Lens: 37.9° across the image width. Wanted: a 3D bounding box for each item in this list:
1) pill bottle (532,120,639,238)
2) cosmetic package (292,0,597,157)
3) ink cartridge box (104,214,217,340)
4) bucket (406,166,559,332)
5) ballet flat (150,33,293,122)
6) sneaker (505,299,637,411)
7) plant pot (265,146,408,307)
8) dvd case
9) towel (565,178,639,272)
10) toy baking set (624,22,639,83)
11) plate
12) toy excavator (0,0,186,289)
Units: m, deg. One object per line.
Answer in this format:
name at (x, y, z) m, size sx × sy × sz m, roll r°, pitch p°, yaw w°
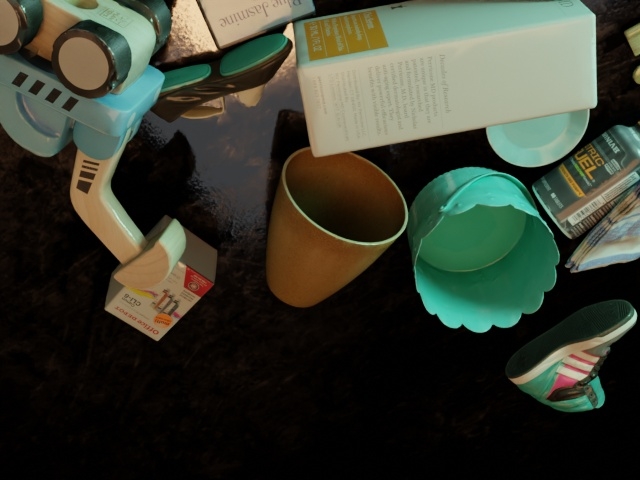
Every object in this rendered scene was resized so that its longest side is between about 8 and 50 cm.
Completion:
pill bottle at (0.521, -0.122, 1.695) m, size 0.245 × 0.130 × 0.130 m, roll -37°, pitch 117°, yaw 17°
cosmetic package at (0.191, -0.287, 1.512) m, size 0.453 × 0.230 × 0.161 m, roll -10°, pitch 121°, yaw 1°
ink cartridge box at (-0.300, 0.072, 1.755) m, size 0.128 × 0.127 × 0.176 m, roll 36°, pitch 114°, yaw -23°
bucket at (0.291, 0.008, 1.727) m, size 0.281 × 0.183 × 0.281 m, roll -2°, pitch 122°, yaw -3°
ballet flat at (-0.164, -0.269, 1.585) m, size 0.280 × 0.095 × 0.096 m, roll -14°, pitch 132°, yaw 16°
sneaker at (0.554, 0.257, 1.930) m, size 0.295 × 0.124 × 0.178 m, roll -35°, pitch 113°, yaw 25°
plant pot at (0.000, 0.000, 1.696) m, size 0.237 × 0.237 × 0.254 m, roll 16°, pitch 133°, yaw -14°
dvd case at (-0.134, -0.452, 1.508) m, size 0.180 × 0.022 × 0.253 m, roll -19°, pitch 121°, yaw 7°
towel at (0.597, -0.044, 1.713) m, size 0.209 × 0.034 × 0.285 m, roll -9°, pitch 146°, yaw -32°
toy baking set at (0.655, -0.348, 1.629) m, size 0.256 × 0.030 × 0.197 m, roll -8°, pitch 125°, yaw 1°
plate at (0.391, -0.221, 1.687) m, size 0.188 × 0.024 × 0.188 m, roll -2°, pitch 122°, yaw -3°
toy excavator at (-0.375, -0.178, 1.513) m, size 0.433 × 0.222 × 0.445 m, roll 27°, pitch 124°, yaw -2°
